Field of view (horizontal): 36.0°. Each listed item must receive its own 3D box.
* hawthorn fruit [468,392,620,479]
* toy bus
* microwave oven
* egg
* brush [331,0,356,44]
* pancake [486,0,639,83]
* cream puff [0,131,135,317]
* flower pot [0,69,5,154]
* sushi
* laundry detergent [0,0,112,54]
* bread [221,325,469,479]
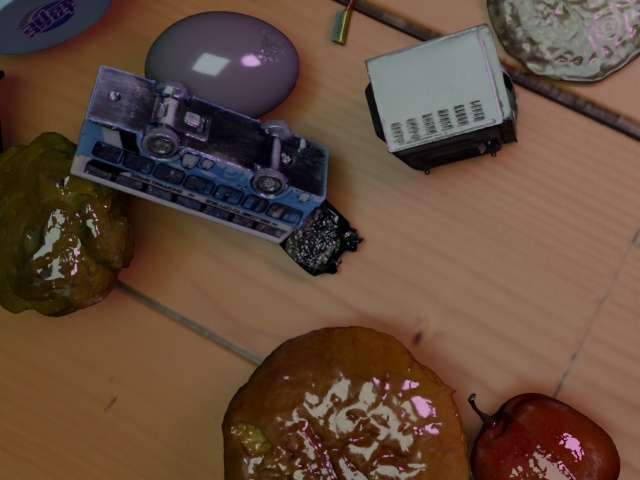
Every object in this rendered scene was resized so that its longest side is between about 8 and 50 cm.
[{"bbox_3d":[0.246,0.249,1.160,0.194,0.157,0.157,41,98,3],"label":"hawthorn fruit"},{"bbox_3d":[-0.146,-0.101,1.199,0.297,0.131,0.106,20,49,-18],"label":"toy bus"},{"bbox_3d":[0.149,-0.156,1.162,0.163,0.205,0.129,-16,86,13],"label":"microwave oven"},{"bbox_3d":[-0.125,-0.217,1.252,0.198,0.146,0.147,1,90,3],"label":"egg"},{"bbox_3d":[0.032,-0.298,1.283,0.021,0.018,0.083,18,95,22],"label":"brush"},{"bbox_3d":[0.311,-0.309,1.217,0.211,0.029,0.235,-4,88,13],"label":"pancake"},{"bbox_3d":[-0.342,-0.019,1.273,0.244,0.196,0.244,-1,87,12],"label":"cream puff"},{"bbox_3d":[-0.518,-0.125,1.321,0.235,0.235,0.148,-12,106,12],"label":"flower pot"},{"bbox_3d":[0.000,0.000,1.268,0.084,0.056,0.083,44,98,10],"label":"sushi"},{"bbox_3d":[-0.405,-0.412,1.245,0.287,0.287,0.305,-29,83,11],"label":"laundry detergent"},{"bbox_3d":[0.027,0.260,1.207,0.312,0.172,0.312,-1,85,10],"label":"bread"}]
